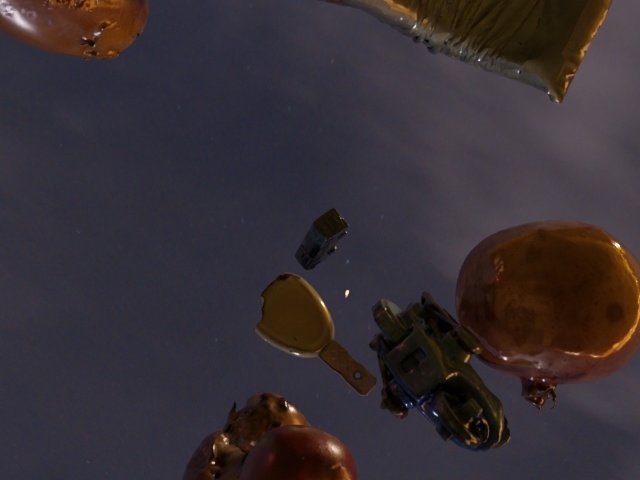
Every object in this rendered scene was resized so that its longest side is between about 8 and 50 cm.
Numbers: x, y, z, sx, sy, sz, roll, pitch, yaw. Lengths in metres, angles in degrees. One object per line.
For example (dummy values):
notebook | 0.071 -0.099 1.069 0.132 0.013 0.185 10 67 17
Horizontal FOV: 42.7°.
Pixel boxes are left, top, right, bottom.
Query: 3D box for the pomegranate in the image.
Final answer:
pomegranate | 0.399 0.130 1.437 0.338 0.338 0.338 2 -115 -4

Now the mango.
mango | -0.292 -0.280 0.856 0.151 0.249 0.156 -51 -134 6

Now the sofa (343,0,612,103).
sofa | 0.116 -0.248 0.643 0.176 0.225 0.210 40 -72 49

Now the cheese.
cheese | -0.008 0.173 1.419 0.255 0.050 0.127 43 -106 15

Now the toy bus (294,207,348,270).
toy bus | 0.000 0.000 1.400 0.065 0.166 0.047 -35 -100 -24

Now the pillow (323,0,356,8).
pillow | 0.062 -0.278 0.892 0.185 0.118 0.043 -9 -90 -37

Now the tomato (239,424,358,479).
tomato | -0.017 0.171 0.585 0.087 0.075 0.087 -5 -75 -18

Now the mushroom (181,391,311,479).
mushroom | -0.060 0.345 1.050 0.267 0.254 0.267 9 -115 -20

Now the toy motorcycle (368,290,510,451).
toy motorcycle | 0.216 0.219 1.358 0.241 0.182 0.319 4 -142 -33
